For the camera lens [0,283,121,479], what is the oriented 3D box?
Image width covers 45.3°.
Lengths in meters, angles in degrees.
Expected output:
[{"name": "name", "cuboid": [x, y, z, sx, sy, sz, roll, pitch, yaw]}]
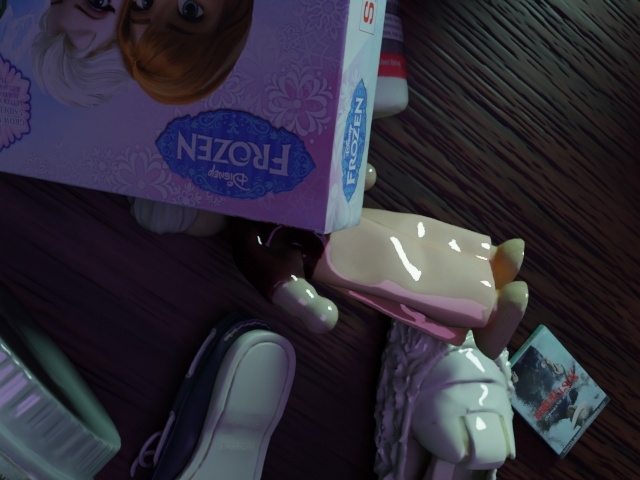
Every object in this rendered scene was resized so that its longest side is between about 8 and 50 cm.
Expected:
[{"name": "camera lens", "cuboid": [-0.307, 0.159, 0.520, 0.274, 0.219, 0.219, -40, 104, -13]}]

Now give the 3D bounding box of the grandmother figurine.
[{"name": "grandmother figurine", "cuboid": [0.000, 0.000, 0.650, 0.342, 0.208, 0.104, 20, 120, -4]}]

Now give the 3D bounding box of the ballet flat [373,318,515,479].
[{"name": "ballet flat", "cuboid": [0.122, 0.229, 0.713, 0.147, 0.147, 0.409, 8, 89, -19]}]

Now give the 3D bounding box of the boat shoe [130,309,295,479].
[{"name": "boat shoe", "cuboid": [-0.104, 0.183, 0.660, 0.095, 0.079, 0.254, 15, 97, -34]}]

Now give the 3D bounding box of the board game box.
[{"name": "board game box", "cuboid": [-0.109, -0.187, 0.524, 0.318, 0.066, 0.318, 10, 102, 23]}]

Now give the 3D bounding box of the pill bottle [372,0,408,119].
[{"name": "pill bottle", "cuboid": [-0.031, -0.251, 0.615, 0.176, 0.176, 0.318, -8, 95, -18]}]

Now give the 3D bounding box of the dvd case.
[{"name": "dvd case", "cuboid": [0.244, 0.160, 0.812, 0.087, 0.013, 0.119, -46, 106, -11]}]
